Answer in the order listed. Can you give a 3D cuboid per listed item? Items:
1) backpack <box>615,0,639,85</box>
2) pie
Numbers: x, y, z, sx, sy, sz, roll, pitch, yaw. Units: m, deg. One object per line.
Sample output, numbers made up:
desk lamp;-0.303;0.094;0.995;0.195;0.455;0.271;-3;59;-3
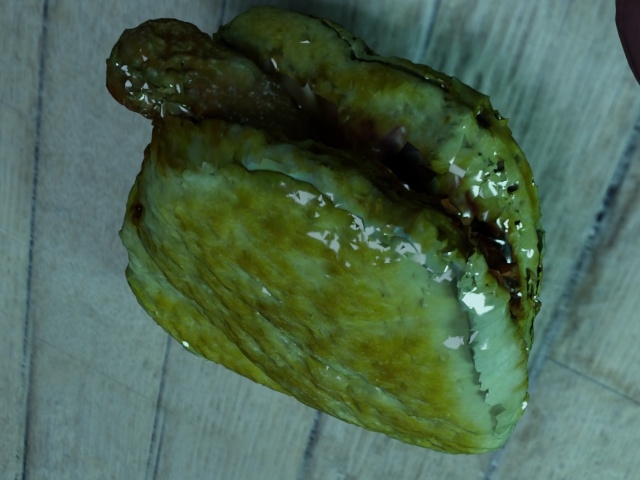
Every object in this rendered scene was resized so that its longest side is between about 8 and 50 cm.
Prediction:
backpack;0.333;-0.125;0.852;0.317;0.197;0.283;-6;122;42
pie;0.010;0.019;1.206;0.395;0.180;0.418;29;148;19
